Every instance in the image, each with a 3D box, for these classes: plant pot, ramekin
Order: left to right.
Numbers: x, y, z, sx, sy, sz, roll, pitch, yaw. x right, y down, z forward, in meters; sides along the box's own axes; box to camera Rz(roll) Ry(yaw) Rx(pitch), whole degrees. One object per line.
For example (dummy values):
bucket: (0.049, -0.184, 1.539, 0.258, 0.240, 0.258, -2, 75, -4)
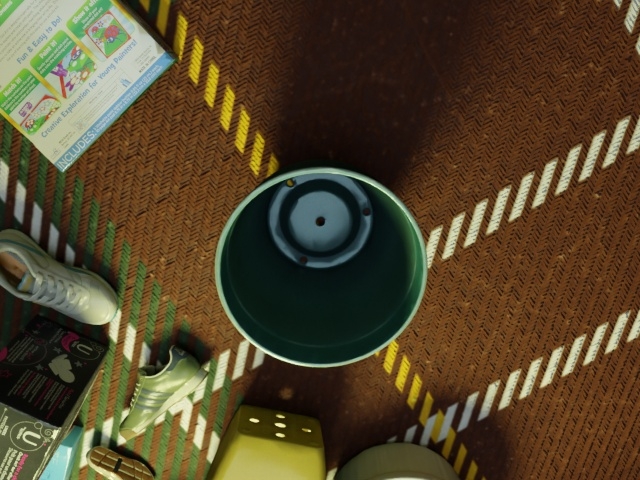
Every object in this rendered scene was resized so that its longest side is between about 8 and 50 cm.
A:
plant pot: (-0.085, 0.396, 1.167, 0.212, 0.212, 0.187, 13, 95, -4)
plant pot: (0.000, 0.000, 1.004, 0.272, 0.255, 0.271, 0, 109, -1)
ramekin: (0.139, 0.495, 1.228, 0.277, 0.135, 0.277, 0, 107, 0)

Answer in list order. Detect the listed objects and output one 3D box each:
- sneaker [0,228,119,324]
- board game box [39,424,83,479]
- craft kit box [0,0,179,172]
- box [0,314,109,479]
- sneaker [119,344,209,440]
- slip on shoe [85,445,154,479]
sneaker: (-0.432, 0.072, 1.108, 0.229, 0.092, 0.087, 31, 103, -11)
board game box: (-0.605, 0.402, 1.226, 0.317, 0.064, 0.242, 16, 107, -6)
craft kit box: (-0.382, -0.272, 1.018, 0.250, 0.061, 0.246, -41, 106, 11)
box: (-0.452, 0.257, 1.085, 0.142, 0.247, 0.163, 27, 106, -8)
sneaker: (-0.286, 0.252, 1.187, 0.192, 0.064, 0.086, -39, 97, 11)
slip on shoe: (-0.359, 0.413, 1.247, 0.135, 0.051, 0.041, 34, 144, -19)
